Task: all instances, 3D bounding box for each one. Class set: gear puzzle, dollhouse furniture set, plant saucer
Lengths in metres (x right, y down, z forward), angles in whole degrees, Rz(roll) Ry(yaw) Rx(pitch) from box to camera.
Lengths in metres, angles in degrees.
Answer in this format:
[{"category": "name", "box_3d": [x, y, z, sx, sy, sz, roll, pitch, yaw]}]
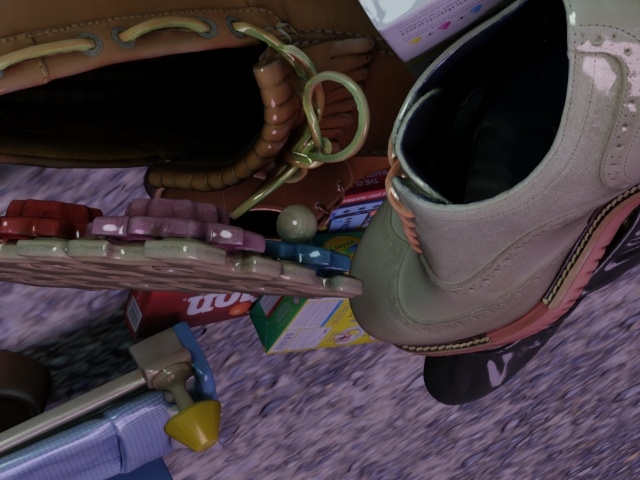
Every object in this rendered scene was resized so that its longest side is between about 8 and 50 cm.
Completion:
[{"category": "gear puzzle", "box_3d": [-0.150, -0.002, 0.881, 0.338, 0.044, 0.175, 1, 173, 33]}, {"category": "dollhouse furniture set", "box_3d": [-0.186, 0.242, 1.213, 0.286, 0.198, 0.303, -24, 160, -15]}, {"category": "plant saucer", "box_3d": [-0.278, 0.141, 1.201, 0.168, 0.029, 0.168, -21, 153, -11]}]

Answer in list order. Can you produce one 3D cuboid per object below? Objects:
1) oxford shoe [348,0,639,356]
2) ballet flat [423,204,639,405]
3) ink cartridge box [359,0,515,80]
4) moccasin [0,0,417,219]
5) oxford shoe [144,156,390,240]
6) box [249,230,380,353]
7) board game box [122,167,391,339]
[{"category": "oxford shoe", "box_3d": [0.085, -0.042, 0.853, 0.146, 0.141, 0.397, -2, 155, -26]}, {"category": "ballet flat", "box_3d": [0.179, 0.023, 1.338, 0.280, 0.095, 0.096, -42, 140, 8]}, {"category": "ink cartridge box", "box_3d": [0.064, -0.171, 0.798, 0.128, 0.127, 0.176, -30, 174, 8]}, {"category": "moccasin", "box_3d": [-0.056, -0.082, 0.877, 0.380, 0.147, 0.139, 7, 138, -47]}, {"category": "oxford shoe", "box_3d": [-0.005, -0.039, 1.078, 0.212, 0.076, 0.076, -20, 150, -16]}, {"category": "box", "box_3d": [0.046, 0.035, 1.225, 0.179, 0.043, 0.105, -1, 144, -36]}, {"category": "board game box", "box_3d": [0.000, 0.000, 1.199, 0.281, 0.027, 0.145, -11, 150, -27]}]
